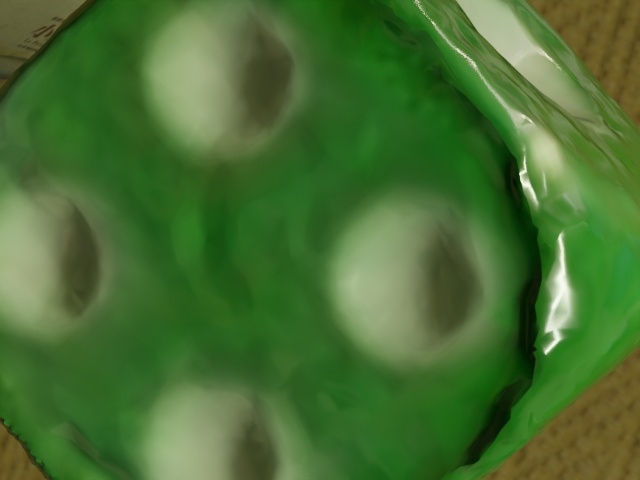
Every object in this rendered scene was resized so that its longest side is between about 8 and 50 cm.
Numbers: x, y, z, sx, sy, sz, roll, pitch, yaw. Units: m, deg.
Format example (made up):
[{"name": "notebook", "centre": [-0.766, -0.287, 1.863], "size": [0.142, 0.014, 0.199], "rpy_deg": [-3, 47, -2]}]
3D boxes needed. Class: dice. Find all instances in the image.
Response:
[{"name": "dice", "centre": [0.000, 0.000, 0.811], "size": [0.300, 0.287, 0.297], "rpy_deg": [-42, 84, 17]}]

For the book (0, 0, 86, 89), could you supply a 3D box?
[{"name": "book", "centre": [-0.266, -0.124, 1.195], "size": [0.289, 0.201, 0.026], "rpy_deg": [-41, 134, -31]}]
